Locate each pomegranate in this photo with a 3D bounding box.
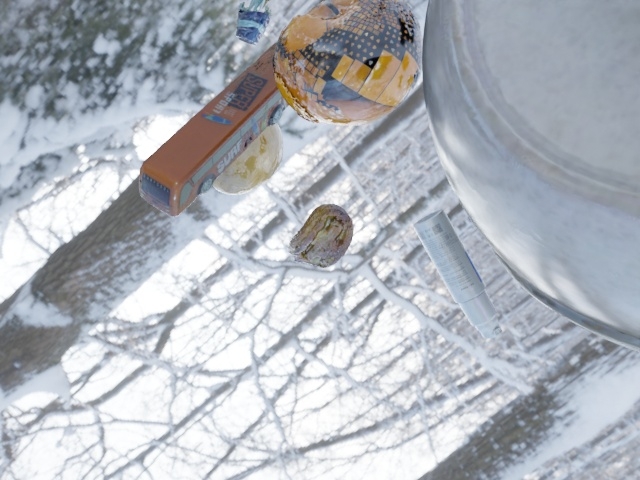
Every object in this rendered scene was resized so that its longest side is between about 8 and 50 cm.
[{"bbox_3d":[-0.168,-0.198,1.337,0.196,0.196,0.196,43,-165,-14],"label":"pomegranate"}]

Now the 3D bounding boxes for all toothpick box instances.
[{"bbox_3d":[0.308,-0.108,0.470,0.425,0.409,0.409,16,-146,-56],"label":"toothpick box"}]

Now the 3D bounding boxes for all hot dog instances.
[{"bbox_3d":[-0.001,-0.002,1.190,0.099,0.147,0.065,23,-143,-24],"label":"hot dog"}]

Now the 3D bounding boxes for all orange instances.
[{"bbox_3d":[0.045,-0.273,0.985,0.234,0.234,0.182,-114,1,-53],"label":"orange"}]

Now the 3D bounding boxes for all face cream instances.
[{"bbox_3d":[0.133,0.034,0.613,0.130,0.034,0.034,60,-166,-4],"label":"face cream"}]

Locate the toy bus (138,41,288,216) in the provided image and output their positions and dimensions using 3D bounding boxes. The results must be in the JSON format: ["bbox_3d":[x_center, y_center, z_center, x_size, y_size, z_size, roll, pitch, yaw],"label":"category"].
[{"bbox_3d":[-0.163,-0.209,1.164,0.093,0.409,0.092,31,149,12],"label":"toy bus"}]

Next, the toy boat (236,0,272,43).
[{"bbox_3d":[-0.137,-0.630,1.584,0.067,0.291,0.220,16,-169,-24],"label":"toy boat"}]
